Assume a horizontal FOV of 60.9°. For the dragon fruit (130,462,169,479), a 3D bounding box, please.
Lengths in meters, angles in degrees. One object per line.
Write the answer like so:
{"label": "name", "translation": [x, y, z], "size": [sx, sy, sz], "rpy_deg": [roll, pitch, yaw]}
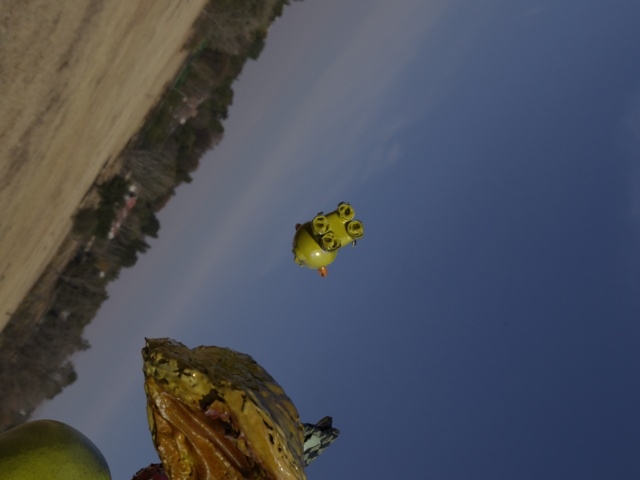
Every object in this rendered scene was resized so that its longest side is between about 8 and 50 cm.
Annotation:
{"label": "dragon fruit", "translation": [-0.379, 0.565, 1.145], "size": [0.191, 0.094, 0.094], "rpy_deg": [-65, -160, -11]}

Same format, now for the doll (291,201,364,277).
{"label": "doll", "translation": [0.000, 0.000, 1.218], "size": [0.135, 0.143, 0.221], "rpy_deg": [-28, 172, -24]}

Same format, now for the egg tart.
{"label": "egg tart", "translation": [-0.141, 0.311, 0.855], "size": [0.351, 0.340, 0.153], "rpy_deg": [8, -159, 39]}

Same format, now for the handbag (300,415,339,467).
{"label": "handbag", "translation": [-0.138, 0.733, 1.951], "size": [0.316, 0.416, 0.180], "rpy_deg": [-38, -124, 11]}

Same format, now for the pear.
{"label": "pear", "translation": [-0.568, 0.502, 1.078], "size": [0.294, 0.294, 0.294], "rpy_deg": [-48, -159, 26]}
